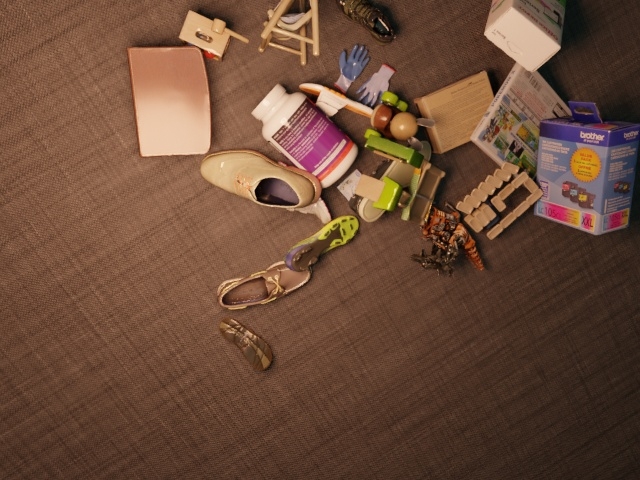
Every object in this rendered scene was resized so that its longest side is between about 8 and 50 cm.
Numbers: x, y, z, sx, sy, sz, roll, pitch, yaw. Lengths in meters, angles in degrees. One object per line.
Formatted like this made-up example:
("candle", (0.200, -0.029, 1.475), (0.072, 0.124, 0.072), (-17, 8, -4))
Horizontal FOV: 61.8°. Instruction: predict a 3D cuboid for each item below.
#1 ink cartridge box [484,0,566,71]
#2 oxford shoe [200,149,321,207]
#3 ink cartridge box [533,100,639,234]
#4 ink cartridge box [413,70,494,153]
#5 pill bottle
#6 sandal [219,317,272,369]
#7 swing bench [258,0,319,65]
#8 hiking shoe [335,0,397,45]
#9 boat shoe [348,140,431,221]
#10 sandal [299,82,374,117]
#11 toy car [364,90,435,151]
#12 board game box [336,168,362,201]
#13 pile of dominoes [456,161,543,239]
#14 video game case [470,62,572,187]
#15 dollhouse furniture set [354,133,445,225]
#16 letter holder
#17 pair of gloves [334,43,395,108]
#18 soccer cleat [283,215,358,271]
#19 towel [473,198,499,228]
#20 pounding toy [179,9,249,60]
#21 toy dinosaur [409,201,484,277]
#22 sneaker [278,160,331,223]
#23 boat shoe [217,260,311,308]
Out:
("ink cartridge box", (0.631, -0.686, 1.636), (0.201, 0.117, 0.278), (31, 55, -14))
("oxford shoe", (-0.202, -0.185, 1.602), (0.397, 0.146, 0.140), (12, 110, 17))
("ink cartridge box", (0.849, -0.249, 1.721), (0.151, 0.270, 0.395), (-13, 112, -23))
("ink cartridge box", (0.450, -0.417, 1.748), (0.235, 0.088, 0.193), (-24, 104, -5))
("pill bottle", (-0.050, -0.323, 1.638), (0.323, 0.181, 0.181), (42, 92, -15))
("sandal", (-0.251, 0.344, 1.809), (0.219, 0.060, 0.090), (39, 87, 0))
("swing bench", (-0.066, -0.662, 1.530), (0.165, 0.253, 0.254), (14, 98, -12))
("hiking shoe", (0.146, -0.693, 1.630), (0.227, 0.114, 0.086), (35, 94, -14))
("boat shoe", (0.220, -0.205, 1.740), (0.340, 0.113, 0.127), (-51, 130, -9))
("sandal", (0.052, -0.417, 1.678), (0.265, 0.102, 0.076), (20, 95, -14))
("toy car", (0.260, -0.353, 1.663), (0.149, 0.188, 0.155), (11, 105, -57))
("board game box", (0.115, -0.175, 1.778), (0.090, 0.020, 0.090), (-41, 104, 1))
("pile of dominoes", (0.597, -0.140, 1.807), (0.251, 0.040, 0.196), (-44, 112, 10))
("video game case", (0.671, -0.378, 1.762), (0.329, 0.036, 0.300), (30, 93, -34))
("dollhouse furniture set", (0.241, -0.177, 1.645), (0.151, 0.301, 0.197), (26, 98, 31))
("letter holder", (-0.433, -0.405, 1.578), (0.214, 0.152, 0.302), (-5, 102, -10))
("pair of gloves", (0.136, -0.524, 1.711), (0.198, 0.023, 0.159), (30, 93, -15))
("soccer cleat", (-0.001, -0.001, 1.757), (0.289, 0.121, 0.093), (-36, 114, -22))
("towel", (0.570, -0.105, 1.862), (0.067, 0.029, 0.119), (-37, 103, 1))
("pounding toy", (-0.306, -0.572, 1.533), (0.181, 0.206, 0.094), (22, 97, -13))
("toy dinosaur", (0.432, -0.001, 1.807), (0.322, 0.164, 0.218), (33, 78, 7))
("sneaker", (-0.072, -0.136, 1.722), (0.252, 0.103, 0.111), (43, 96, -8))
("boat shoe", (-0.180, 0.149, 1.756), (0.324, 0.097, 0.116), (-14, 103, -6))
